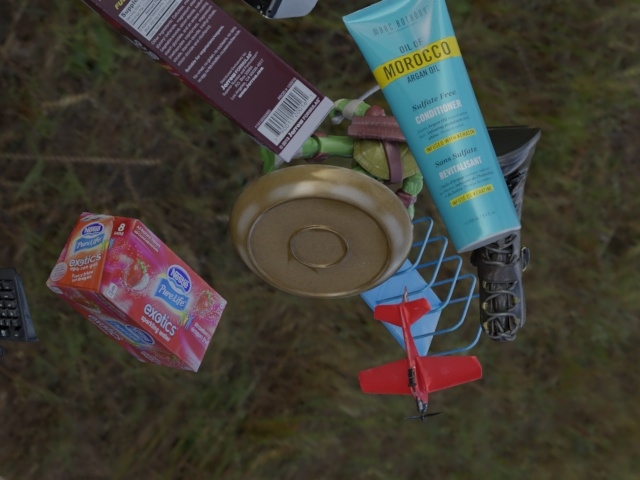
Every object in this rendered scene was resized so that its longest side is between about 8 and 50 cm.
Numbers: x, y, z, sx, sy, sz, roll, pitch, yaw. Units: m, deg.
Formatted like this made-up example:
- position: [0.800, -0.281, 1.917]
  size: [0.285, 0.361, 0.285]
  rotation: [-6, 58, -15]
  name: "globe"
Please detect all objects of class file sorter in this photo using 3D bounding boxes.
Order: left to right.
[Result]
- position: [0.146, 0.067, 1.928]
  size: [0.170, 0.104, 0.118]
  rotation: [50, 42, -27]
  name: "file sorter"

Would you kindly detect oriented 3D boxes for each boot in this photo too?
- position: [0.193, -0.005, 1.463]
  size: [0.263, 0.091, 0.229]
  rotation: [-31, 119, -77]
  name: "boot"

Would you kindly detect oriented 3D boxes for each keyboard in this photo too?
- position: [-0.364, 0.081, 1.424]
  size: [0.023, 0.180, 0.108]
  rotation: [-30, 114, -49]
  name: "keyboard"

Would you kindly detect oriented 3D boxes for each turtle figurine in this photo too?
- position: [0.047, -0.098, 1.976]
  size: [0.266, 0.274, 0.198]
  rotation: [-12, 109, -22]
  name: "turtle figurine"

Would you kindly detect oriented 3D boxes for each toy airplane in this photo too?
- position: [0.103, 0.124, 1.515]
  size: [0.028, 0.151, 0.151]
  rotation: [-2, 117, -62]
  name: "toy airplane"

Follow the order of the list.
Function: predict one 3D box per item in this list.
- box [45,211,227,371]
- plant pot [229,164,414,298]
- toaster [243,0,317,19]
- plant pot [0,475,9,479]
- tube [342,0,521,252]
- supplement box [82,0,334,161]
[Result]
- position: [-0.269, 0.079, 2.054]
  size: [0.257, 0.122, 0.128]
  rotation: [48, 57, -46]
  name: "box"
- position: [0.000, 0.000, 1.745]
  size: [0.236, 0.236, 0.032]
  rotation: [82, 9, -46]
  name: "plant pot"
- position: [-0.066, -0.410, 1.838]
  size: [0.110, 0.168, 0.186]
  rotation: [-12, 135, -58]
  name: "toaster"
- position: [-0.436, 0.438, 1.546]
  size: [0.256, 0.274, 0.256]
  rotation: [-14, 141, -11]
  name: "plant pot"
- position: [0.092, -0.094, 1.058]
  size: [0.080, 0.207, 0.052]
  rotation: [-22, 172, 0]
  name: "tube"
- position: [-0.110, -0.177, 1.261]
  size: [0.239, 0.130, 0.073]
  rotation: [39, 90, -17]
  name: "supplement box"
